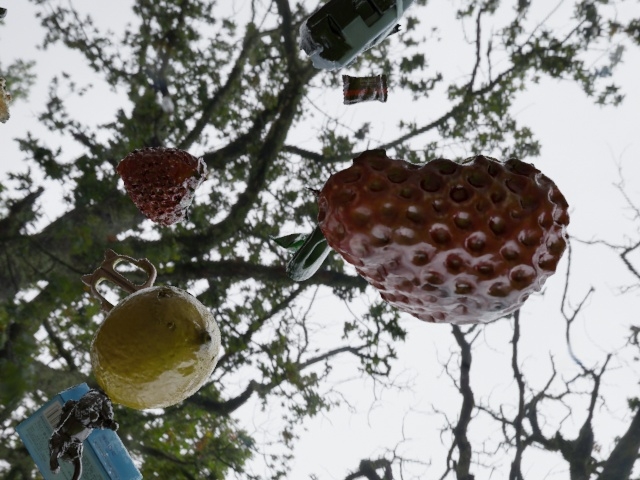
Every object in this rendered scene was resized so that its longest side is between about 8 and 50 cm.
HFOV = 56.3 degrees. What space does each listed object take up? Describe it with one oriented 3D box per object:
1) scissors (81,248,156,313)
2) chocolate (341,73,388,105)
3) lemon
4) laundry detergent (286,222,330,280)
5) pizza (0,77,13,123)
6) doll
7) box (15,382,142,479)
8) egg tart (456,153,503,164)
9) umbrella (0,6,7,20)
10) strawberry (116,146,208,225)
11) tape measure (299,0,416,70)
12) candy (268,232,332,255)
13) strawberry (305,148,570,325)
[{"bbox_3d":[-0.404,0.141,1.399,0.317,0.024,0.160,33,-115,7],"label":"scissors"},{"bbox_3d":[0.124,-0.409,1.618,0.182,0.086,0.028,-11,-167,-39],"label":"chocolate"},{"bbox_3d":[-0.323,0.210,1.155,0.253,0.228,0.228,-30,-127,-1],"label":"lemon"},{"bbox_3d":[0.000,0.000,1.412,0.063,0.211,0.137,42,-149,11],"label":"laundry detergent"},{"bbox_3d":[-0.404,-0.177,0.725,0.083,0.078,0.025,5,-122,11],"label":"pizza"},{"bbox_3d":[-0.372,0.285,0.916,0.139,0.057,0.165,-55,-149,1],"label":"doll"},{"bbox_3d":[-0.480,0.422,1.187,0.142,0.083,0.232,-37,-96,17],"label":"box"},{"bbox_3d":[0.325,-0.062,1.182,0.090,0.213,0.212,-7,-143,-48],"label":"egg tart"},{"bbox_3d":[-0.742,-0.473,1.178,0.071,0.071,0.248,39,-156,32],"label":"umbrella"},{"bbox_3d":[-0.375,-0.140,1.402,0.201,0.187,0.184,28,-146,-15],"label":"strawberry"},{"bbox_3d":[0.054,-0.329,0.884,0.181,0.107,0.182,-38,-166,2],"label":"tape measure"},{"bbox_3d":[-0.032,0.010,1.746,0.203,0.141,0.078,-9,-96,29],"label":"candy"},{"bbox_3d":[0.150,0.010,0.666,0.253,0.280,0.150,-20,-120,20],"label":"strawberry"}]
